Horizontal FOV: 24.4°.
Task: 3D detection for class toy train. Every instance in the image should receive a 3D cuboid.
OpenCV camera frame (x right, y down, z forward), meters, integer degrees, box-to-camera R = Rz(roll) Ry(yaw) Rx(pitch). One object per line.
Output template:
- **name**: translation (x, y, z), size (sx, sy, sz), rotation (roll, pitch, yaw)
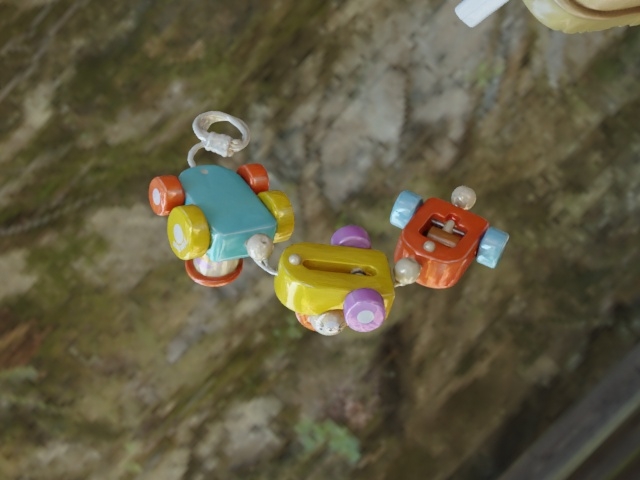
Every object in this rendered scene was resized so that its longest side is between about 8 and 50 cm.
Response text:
- **toy train**: translation (0.000, 0.000, 0.713), size (0.166, 0.046, 0.125), rotation (22, -144, 9)

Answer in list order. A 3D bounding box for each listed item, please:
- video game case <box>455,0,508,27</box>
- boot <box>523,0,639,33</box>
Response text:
- **video game case**: translation (0.196, -0.242, 1.013), size (0.023, 0.193, 0.212), rotation (45, 162, -5)
- **boot**: translation (0.257, -0.197, 0.751), size (0.236, 0.269, 0.089), rotation (-24, -94, -39)
